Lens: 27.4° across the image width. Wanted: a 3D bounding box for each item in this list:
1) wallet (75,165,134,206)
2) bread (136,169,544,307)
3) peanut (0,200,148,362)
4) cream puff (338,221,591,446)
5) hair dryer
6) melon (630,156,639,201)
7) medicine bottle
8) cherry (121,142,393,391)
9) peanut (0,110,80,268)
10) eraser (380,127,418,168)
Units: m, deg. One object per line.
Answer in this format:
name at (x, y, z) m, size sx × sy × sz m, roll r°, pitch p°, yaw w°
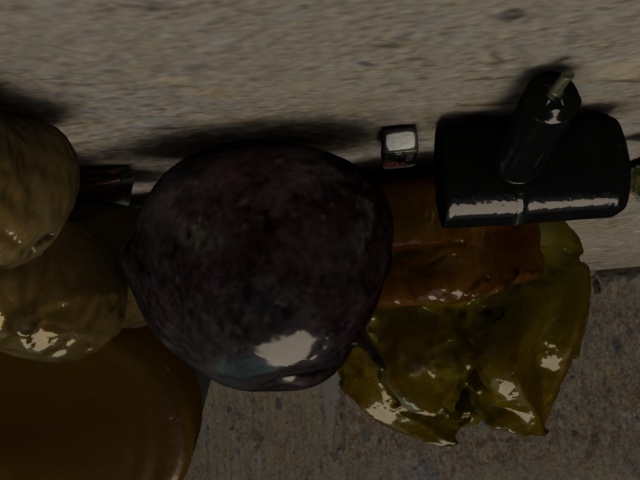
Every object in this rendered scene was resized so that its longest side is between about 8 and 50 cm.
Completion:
wallet at (-0.203, -0.030, 1.056) m, size 0.103 × 0.020 × 0.196 m, roll -13°, pitch 175°, yaw -10°
bread at (0.000, 0.000, 1.144) m, size 0.380 × 0.109 × 0.185 m, roll -4°, pitch -173°, yaw 30°
peanut at (-0.179, 0.027, 0.963) m, size 0.101 × 0.117 × 0.263 m, roll -26°, pitch 177°, yaw 21°
cream puff at (0.111, 0.083, 1.352) m, size 0.324 × 0.257 × 0.291 m, roll -3°, pitch 172°, yaw -17°
hair dryer at (0.138, -0.063, 0.801) m, size 0.124 × 0.072 × 0.219 m, roll -5°, pitch 167°, yaw 0°
melon at (0.332, -0.035, 0.977) m, size 0.202 × 0.140 × 0.093 m, roll -10°, pitch -165°, yaw 37°
medicine bottle at (-0.225, 0.130, 1.287) m, size 0.237 × 0.238 × 0.232 m, roll -4°, pitch -158°, yaw 6°
cherry at (-0.042, 0.017, 0.904) m, size 0.195 × 0.195 × 0.195 m, roll -4°, pitch 175°, yaw 0°
peanut at (-0.188, -0.036, 0.701) m, size 0.099 × 0.100 × 0.214 m, roll -4°, pitch 170°, yaw 9°
eraser at (0.056, -0.063, 0.923) m, size 0.027 × 0.019 × 0.099 m, roll -4°, pitch 176°, yaw 2°
